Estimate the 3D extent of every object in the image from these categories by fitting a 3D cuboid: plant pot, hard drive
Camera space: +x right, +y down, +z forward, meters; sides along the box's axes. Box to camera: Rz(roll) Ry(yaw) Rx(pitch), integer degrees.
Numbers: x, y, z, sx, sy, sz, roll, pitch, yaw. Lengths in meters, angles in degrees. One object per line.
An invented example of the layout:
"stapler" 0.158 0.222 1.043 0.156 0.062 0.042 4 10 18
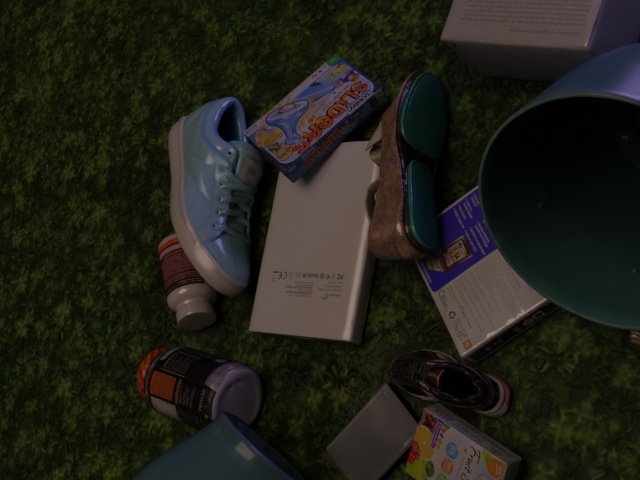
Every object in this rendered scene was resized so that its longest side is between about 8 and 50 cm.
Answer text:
"plant pot" 0.361 -0.085 1.058 0.293 0.293 0.235 7 38 39
"hard drive" 0.000 0.000 1.470 0.203 0.040 0.308 1 75 38
"hard drive" 0.078 0.279 1.321 0.135 0.022 0.094 -50 51 13
"plant pot" -0.148 0.391 1.318 0.255 0.272 0.271 -49 50 -5

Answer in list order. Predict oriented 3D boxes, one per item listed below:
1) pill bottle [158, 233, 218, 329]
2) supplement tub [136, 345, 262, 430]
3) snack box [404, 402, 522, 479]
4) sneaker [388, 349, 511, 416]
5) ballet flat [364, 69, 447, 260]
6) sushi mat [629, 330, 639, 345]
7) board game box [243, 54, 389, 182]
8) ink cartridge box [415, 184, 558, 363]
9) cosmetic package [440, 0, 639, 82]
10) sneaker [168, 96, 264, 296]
"pill bottle" -0.219 0.068 1.586 0.086 0.086 0.152 -31 57 26
"supplement tub" -0.193 0.232 1.488 0.190 0.117 0.117 12 82 40
"snack box" 0.179 0.286 1.210 0.141 0.037 0.100 30 116 40
"sneaker" 0.161 0.180 1.256 0.178 0.077 0.072 6 77 40
"ballet flat" 0.111 -0.108 1.356 0.106 0.107 0.316 -22 46 39
"sushi mat" 0.515 0.083 1.053 0.316 0.019 0.152 14 82 40
"board game box" -0.009 -0.196 1.504 0.201 0.035 0.136 -42 47 -6
"ink cartridge box" 0.237 0.024 1.272 0.208 0.045 0.206 -39 53 23
"cosmetic package" 0.316 -0.338 1.280 0.224 0.138 0.225 15 82 40
"sneaker" -0.158 -0.090 1.565 0.150 0.135 0.366 -33 57 28
